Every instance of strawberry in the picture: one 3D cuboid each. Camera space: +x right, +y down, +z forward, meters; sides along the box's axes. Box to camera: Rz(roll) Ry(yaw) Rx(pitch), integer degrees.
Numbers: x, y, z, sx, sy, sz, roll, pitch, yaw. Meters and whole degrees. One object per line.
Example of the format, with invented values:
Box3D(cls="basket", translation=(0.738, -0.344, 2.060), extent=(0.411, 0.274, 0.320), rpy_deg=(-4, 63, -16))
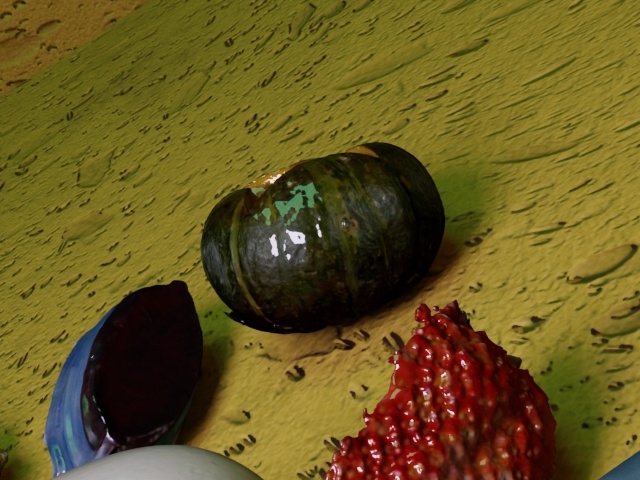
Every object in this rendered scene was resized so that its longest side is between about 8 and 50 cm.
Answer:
Box3D(cls="strawberry", translation=(0.099, 0.145, 0.934), extent=(0.107, 0.175, 0.236), rpy_deg=(7, 47, 25))

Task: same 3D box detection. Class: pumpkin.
Box3D(cls="pumpkin", translation=(0.002, 0.002, 1.305), extent=(0.238, 0.159, 0.238), rpy_deg=(-25, 5, 2))

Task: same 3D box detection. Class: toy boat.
Box3D(cls="toy boat", translation=(-0.191, 0.150, 1.337), extent=(0.142, 0.129, 0.309), rpy_deg=(-54, 12, 33))

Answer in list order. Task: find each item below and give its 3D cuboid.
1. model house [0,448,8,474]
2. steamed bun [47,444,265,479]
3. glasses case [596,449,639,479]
Box3D(cls="model house", translation=(-0.426, 0.270, 1.329), extent=(0.268, 0.173, 0.239), rpy_deg=(-42, 24, -11))
Box3D(cls="steamed bun", translation=(-0.151, 0.258, 0.866), extent=(0.324, 0.206, 0.324), rpy_deg=(-33, -2, -2))
Box3D(cls="glasses case", translation=(0.180, 0.185, 0.878), extent=(0.266, 0.056, 0.105), rpy_deg=(-34, 25, -1))
